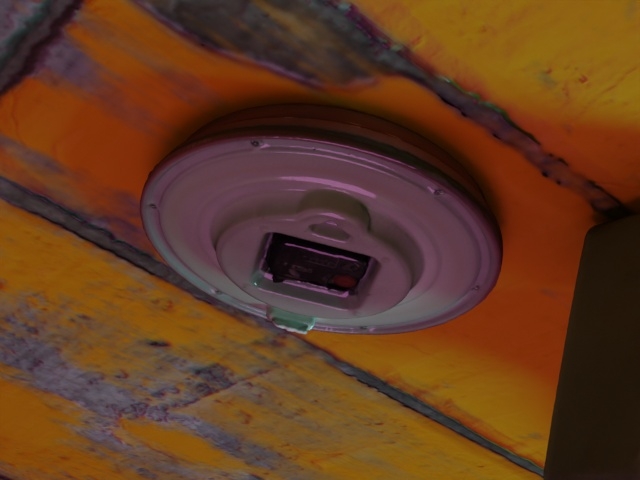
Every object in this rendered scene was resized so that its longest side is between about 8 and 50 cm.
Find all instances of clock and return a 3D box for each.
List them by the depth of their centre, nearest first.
[{"bbox_3d":[-0.001,0.001,0.673,0.244,0.056,0.244,8,146,6],"label":"clock"}]

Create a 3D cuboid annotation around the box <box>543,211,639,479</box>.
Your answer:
[{"bbox_3d":[0.225,0.080,0.582,0.148,0.210,0.129,34,148,-29],"label":"box"}]
